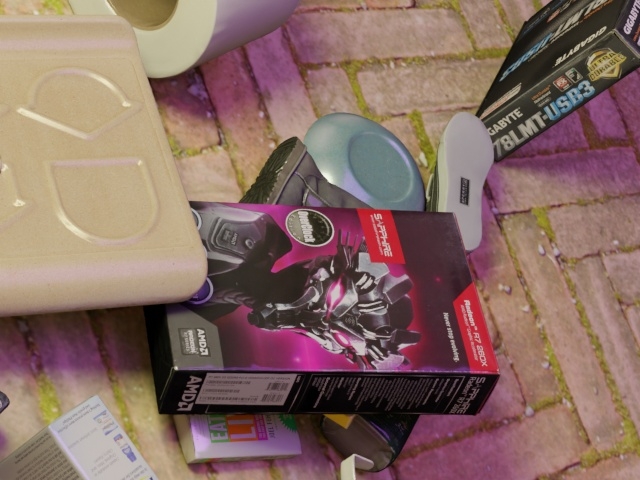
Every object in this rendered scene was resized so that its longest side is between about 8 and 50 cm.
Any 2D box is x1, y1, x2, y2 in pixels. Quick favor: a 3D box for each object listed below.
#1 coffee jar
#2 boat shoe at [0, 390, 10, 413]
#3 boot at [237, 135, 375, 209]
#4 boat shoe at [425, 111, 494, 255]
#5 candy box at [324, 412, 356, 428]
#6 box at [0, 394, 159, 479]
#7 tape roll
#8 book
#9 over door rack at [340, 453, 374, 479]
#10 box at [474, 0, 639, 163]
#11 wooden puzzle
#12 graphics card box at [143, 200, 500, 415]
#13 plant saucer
[{"bbox_3d":[0.082,0.176,1.928,0.096,0.079,0.184,43,46,0],"label":"coffee jar"},{"bbox_3d":[-0.379,0.226,1.520,0.102,0.108,0.301,40,39,-10],"label":"boat shoe"},{"bbox_3d":[0.001,0.000,1.988,0.208,0.076,0.189,47,58,-22],"label":"boot"},{"bbox_3d":[0.169,-0.067,2.154,0.078,0.070,0.219,25,54,-20],"label":"boat shoe"},{"bbox_3d":[-0.032,0.120,1.859,0.206,0.027,0.105,31,43,10],"label":"candy box"},{"bbox_3d":[-0.229,0.240,1.609,0.137,0.126,0.072,55,43,2],"label":"box"},{"bbox_3d":[-0.159,-0.327,1.931,0.169,0.246,0.246,-31,85,-45],"label":"tape roll"},{"bbox_3d":[-0.093,0.193,1.817,0.144,0.035,0.096,2,65,-40],"label":"book"},{"bbox_3d":[0.083,0.376,1.697,0.324,0.239,0.108,33,42,-19],"label":"over door rack"},{"bbox_3d":[0.353,-0.274,2.271,0.073,0.295,0.293,42,46,-11],"label":"box"},{"bbox_3d":[-0.310,-0.074,1.726,0.322,0.080,0.348,-4,61,-26],"label":"wooden puzzle"},{"bbox_3d":[-0.006,0.074,1.823,0.371,0.094,0.233,2,52,-18],"label":"graphics card box"},{"bbox_3d":[0.066,-0.085,2.108,0.195,0.037,0.195,20,52,-28],"label":"plant saucer"}]
